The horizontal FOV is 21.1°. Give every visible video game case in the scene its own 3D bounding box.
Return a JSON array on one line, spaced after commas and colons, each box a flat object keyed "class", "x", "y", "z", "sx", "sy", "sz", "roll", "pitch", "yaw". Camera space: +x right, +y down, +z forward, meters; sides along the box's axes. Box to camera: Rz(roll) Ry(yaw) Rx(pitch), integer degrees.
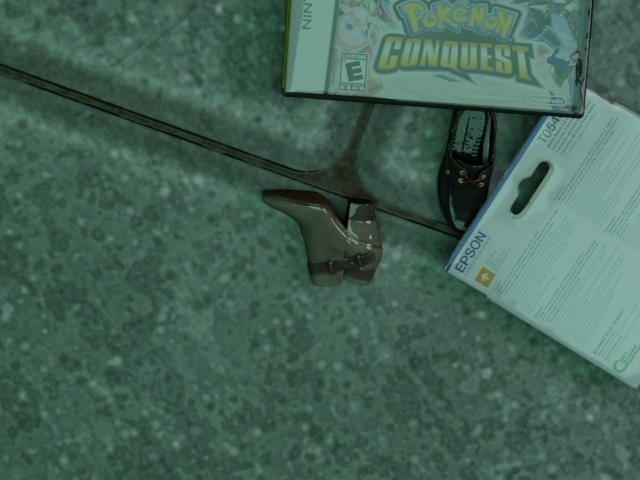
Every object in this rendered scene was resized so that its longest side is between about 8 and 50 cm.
[{"class": "video game case", "x": 0.109, "y": -0.243, "z": 1.545, "sx": 0.275, "sy": 0.035, "sz": 0.248, "roll": 4, "pitch": 94, "yaw": 1}]

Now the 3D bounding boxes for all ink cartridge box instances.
[{"class": "ink cartridge box", "x": 0.263, "y": -0.009, "z": 1.618, "sx": 0.224, "sy": 0.045, "sz": 0.223, "roll": 32, "pitch": 99, "yaw": -7}]

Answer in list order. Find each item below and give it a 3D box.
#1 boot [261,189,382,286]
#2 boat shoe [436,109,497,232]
[{"class": "boot", "x": 0.000, "y": 0.000, "z": 1.618, "sx": 0.118, "sy": 0.042, "sz": 0.087, "roll": 8, "pitch": 110, "yaw": 4}, {"class": "boat shoe", "x": 0.137, "y": -0.069, "z": 1.605, "sx": 0.049, "sy": 0.042, "sz": 0.133, "roll": 4, "pitch": 104, "yaw": -4}]
